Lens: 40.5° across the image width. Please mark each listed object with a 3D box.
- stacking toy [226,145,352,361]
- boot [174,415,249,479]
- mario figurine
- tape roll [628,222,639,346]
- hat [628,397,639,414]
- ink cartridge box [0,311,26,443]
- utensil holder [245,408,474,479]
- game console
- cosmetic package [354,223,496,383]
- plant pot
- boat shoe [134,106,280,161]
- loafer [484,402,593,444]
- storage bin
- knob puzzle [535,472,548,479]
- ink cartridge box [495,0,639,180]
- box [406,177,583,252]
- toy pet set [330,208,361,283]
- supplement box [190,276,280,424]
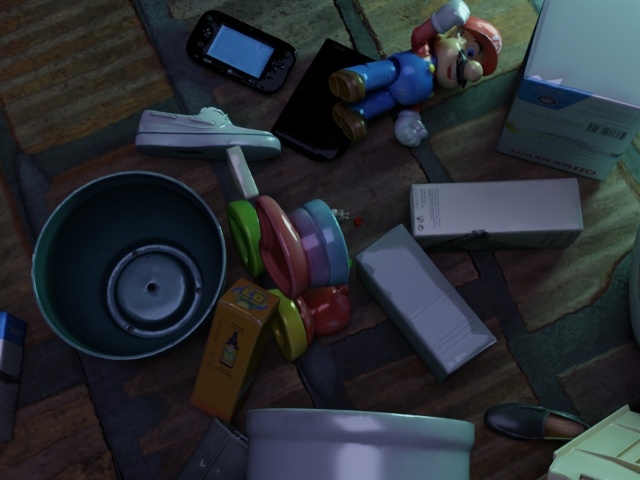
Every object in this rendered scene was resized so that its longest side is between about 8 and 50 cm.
[{"bbox_3d":[-0.039,0.005,1.363,0.130,0.309,0.279,-19,60,-17],"label":"stacking toy"},{"bbox_3d":[-0.211,0.363,1.334,0.189,0.076,0.208,31,97,-3],"label":"boot"},{"bbox_3d":[0.183,-0.278,1.468,0.320,0.198,0.170,-28,84,-16],"label":"mario figurine"},{"bbox_3d":[0.591,0.058,1.329,0.169,0.246,0.246,5,73,3],"label":"tape roll"},{"bbox_3d":[0.621,0.280,1.301,0.331,0.331,0.134,20,36,8],"label":"hat"},{"bbox_3d":[-0.574,0.221,1.406,0.148,0.086,0.203,1,73,3],"label":"ink cartridge box"},{"bbox_3d":[0.044,0.440,1.200,0.327,0.327,0.386,3,76,3],"label":"utensil holder"},{"bbox_3d":[-0.081,-0.295,1.566,0.361,0.044,0.213,27,76,10],"label":"game console"},{"bbox_3d":[0.162,0.104,1.394,0.107,0.127,0.238,-33,77,-7],"label":"cosmetic package"},{"bbox_3d":[-0.284,0.059,1.386,0.293,0.196,0.293,-1,74,2],"label":"plant pot"},{"bbox_3d":[-0.196,-0.191,1.512,0.258,0.095,0.084,4,78,2],"label":"boat shoe"},{"bbox_3d":[0.345,0.286,1.364,0.170,0.061,0.062,5,74,4],"label":"loafer"},{"bbox_3d":[0.408,0.393,1.176,0.123,0.260,0.262,13,108,42],"label":"storage bin"},{"bbox_3d":[0.306,0.383,1.267,0.213,0.213,0.030,-40,85,-9],"label":"knob puzzle"},{"bbox_3d":[0.423,-0.255,1.416,0.198,0.270,0.197,17,73,7],"label":"ink cartridge box"},{"bbox_3d":[0.284,-0.039,1.440,0.275,0.113,0.094,-2,74,3],"label":"box"},{"bbox_3d":[0.000,0.000,1.468,0.065,0.114,0.122,-2,67,44],"label":"toy pet set"},{"bbox_3d":[-0.132,0.172,1.332,0.078,0.233,0.080,28,39,10],"label":"supplement box"}]
